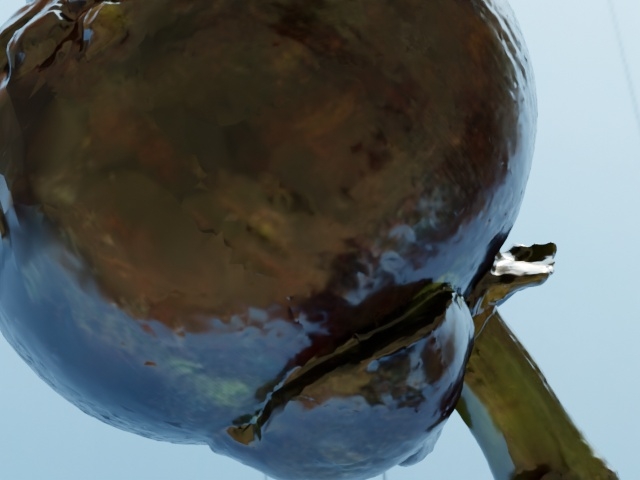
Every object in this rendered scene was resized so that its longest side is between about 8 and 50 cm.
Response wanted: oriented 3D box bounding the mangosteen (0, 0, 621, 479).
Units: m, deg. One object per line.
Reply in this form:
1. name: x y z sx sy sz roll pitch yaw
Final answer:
1. mangosteen: 0.000 0.000 0.628 0.289 0.231 0.231 49 -117 -10
